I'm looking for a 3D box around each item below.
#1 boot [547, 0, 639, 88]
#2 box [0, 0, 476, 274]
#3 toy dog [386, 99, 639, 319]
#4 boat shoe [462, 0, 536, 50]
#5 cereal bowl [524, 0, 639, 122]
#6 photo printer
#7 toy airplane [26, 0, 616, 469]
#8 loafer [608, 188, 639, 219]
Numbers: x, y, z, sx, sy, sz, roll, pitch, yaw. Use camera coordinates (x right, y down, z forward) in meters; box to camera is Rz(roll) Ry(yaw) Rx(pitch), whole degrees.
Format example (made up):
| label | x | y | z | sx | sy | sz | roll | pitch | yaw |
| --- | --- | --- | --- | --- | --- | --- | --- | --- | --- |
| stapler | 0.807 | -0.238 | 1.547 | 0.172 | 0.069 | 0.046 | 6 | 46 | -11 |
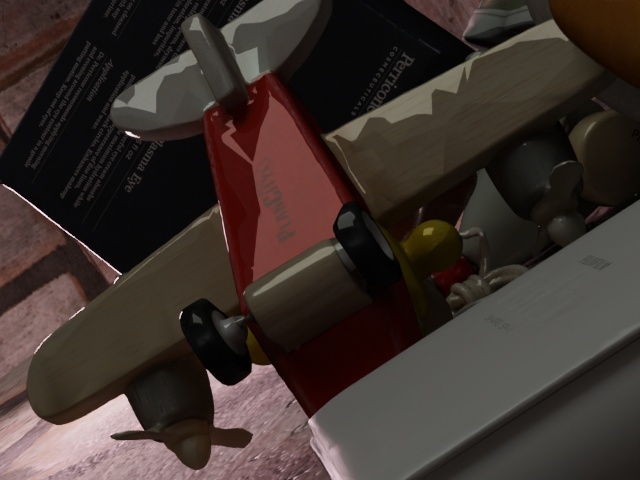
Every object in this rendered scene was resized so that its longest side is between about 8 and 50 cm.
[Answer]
| label | x | y | z | sx | sy | sz | roll | pitch | yaw |
| --- | --- | --- | --- | --- | --- | --- | --- | --- | --- |
| boot | 0.236 | -0.133 | 1.116 | 0.211 | 0.295 | 0.104 | 12 | -74 | -61 |
| box | -0.074 | -0.113 | 1.702 | 0.343 | 0.312 | 0.179 | -57 | -17 | 14 |
| toy dog | 0.131 | -0.046 | 1.534 | 0.334 | 0.161 | 0.220 | -37 | 8 | -35 |
| boat shoe | 0.221 | -0.211 | 1.604 | 0.320 | 0.118 | 0.103 | -167 | 95 | -75 |
| cereal bowl | 0.311 | -0.204 | 1.318 | 0.339 | 0.339 | 0.141 | -29 | 34 | 22 |
| photo printer | 0.150 | 0.063 | 0.894 | 0.307 | 0.107 | 0.256 | -32 | 7 | -2 |
| toy airplane | 0.000 | 0.000 | 1.329 | 0.386 | 0.272 | 0.384 | 4 | 57 | 41 |
| loafer | 0.265 | -0.004 | 1.065 | 0.078 | 0.080 | 0.220 | -7 | -2 | -43 |
